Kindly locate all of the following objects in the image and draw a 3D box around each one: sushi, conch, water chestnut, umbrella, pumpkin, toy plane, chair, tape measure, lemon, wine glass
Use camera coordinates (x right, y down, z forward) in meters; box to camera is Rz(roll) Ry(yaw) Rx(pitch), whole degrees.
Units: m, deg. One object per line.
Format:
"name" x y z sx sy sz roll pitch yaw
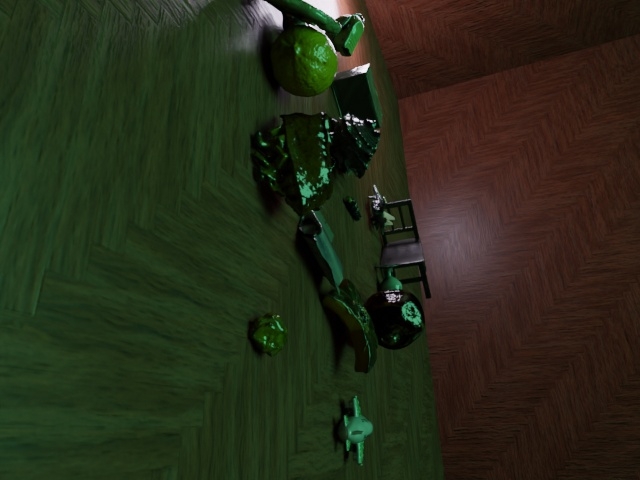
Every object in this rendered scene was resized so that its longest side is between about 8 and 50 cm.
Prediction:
"sushi" -0.055 -0.191 1.047 0.167 0.178 0.297 73 13 -79
"conch" 0.116 -0.329 1.609 0.313 0.185 0.241 -106 -178 -60
"water chestnut" 0.263 0.275 1.617 0.238 0.223 0.224 -95 169 -69
"umbrella" 0.124 -0.123 1.688 0.144 0.037 0.040 57 43 -56
"pumpkin" 0.104 0.246 1.350 0.290 0.095 0.259 -16 83 -80
"toy plane" 0.096 0.510 1.209 0.174 0.080 0.174 -10 90 -74
"chair" 0.381 0.051 2.098 0.241 0.202 0.417 -74 149 -55
"tape measure" 0.091 -0.825 1.785 0.178 0.153 0.087 -62 145 -14
"lemon" -0.043 -0.465 1.176 0.193 0.180 0.181 -75 149 -61
"wine glass" 0.306 0.221 1.944 0.103 0.103 0.231 -12 95 -71
"toy plane" 0.257 -0.155 2.034 0.192 0.088 0.262 100 -24 -50

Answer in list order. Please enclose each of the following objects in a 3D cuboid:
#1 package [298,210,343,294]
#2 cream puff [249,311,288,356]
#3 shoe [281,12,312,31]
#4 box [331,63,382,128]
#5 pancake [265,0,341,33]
"package" 0.000 0.000 1.246 0.251 0.062 0.204 -98 166 -51
"cream puff" -0.093 0.179 0.857 0.083 0.058 0.084 1 81 -69
"shoe" -0.052 -0.630 1.362 0.112 0.099 0.227 71 20 -3
"box" 0.154 -0.576 1.840 0.155 0.148 0.232 -70 146 -54
"pancake" -0.068 -0.588 1.139 0.037 0.253 0.253 -65 172 21
